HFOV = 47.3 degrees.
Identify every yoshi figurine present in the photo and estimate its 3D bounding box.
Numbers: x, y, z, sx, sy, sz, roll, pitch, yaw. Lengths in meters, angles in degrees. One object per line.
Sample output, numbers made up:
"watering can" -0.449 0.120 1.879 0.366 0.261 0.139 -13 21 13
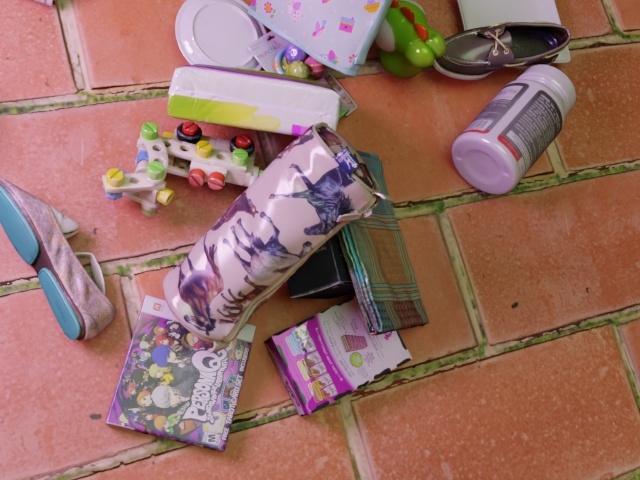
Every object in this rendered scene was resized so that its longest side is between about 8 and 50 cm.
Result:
"yoshi figurine" 0.114 -0.479 1.585 0.362 0.203 0.203 46 24 14

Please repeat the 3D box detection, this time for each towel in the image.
"towel" 0.104 -0.008 1.396 0.271 0.040 0.369 3 67 -62

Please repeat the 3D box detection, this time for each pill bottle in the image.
"pill bottle" 0.427 -0.246 1.593 0.161 0.161 0.283 45 66 -1

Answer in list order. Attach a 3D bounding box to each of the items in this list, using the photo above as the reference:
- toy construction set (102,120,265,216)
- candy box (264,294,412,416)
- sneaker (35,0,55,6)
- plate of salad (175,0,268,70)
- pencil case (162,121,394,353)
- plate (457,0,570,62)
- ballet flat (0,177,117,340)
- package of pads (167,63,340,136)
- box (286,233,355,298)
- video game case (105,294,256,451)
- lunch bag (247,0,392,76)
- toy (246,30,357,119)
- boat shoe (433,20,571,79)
"toy construction set" -0.221 -0.106 1.343 0.328 0.151 0.215 24 43 -18
"candy box" 0.033 0.207 1.376 0.234 0.071 0.159 -23 82 -22
"sneaker" -0.565 -0.503 1.372 0.290 0.106 0.123 -13 76 -23
"plate of salad" -0.202 -0.413 1.499 0.200 0.048 0.199 6 77 -27
"pencil case" -0.082 -0.001 1.228 0.410 0.160 0.183 -45 60 10
"plate" 0.443 -0.539 1.750 0.278 0.045 0.277 -6 76 -20
"ballet flat" -0.454 0.024 1.267 0.106 0.108 0.315 -28 89 -43
"package of pads" -0.117 -0.263 1.361 0.297 0.229 0.101 9 104 -4
"box" 0.000 0.000 1.369 0.153 0.108 0.206 12 62 -62
"video game case" -0.242 0.234 1.292 0.210 0.042 0.231 18 69 -12
"lunch bag" 0.022 -0.477 1.437 0.262 0.223 0.160 40 30 22
"toy" -0.024 -0.348 1.516 0.237 0.056 0.137 51 52 -5
"boat shoe" 0.403 -0.431 1.629 0.325 0.097 0.116 -8 78 -19
